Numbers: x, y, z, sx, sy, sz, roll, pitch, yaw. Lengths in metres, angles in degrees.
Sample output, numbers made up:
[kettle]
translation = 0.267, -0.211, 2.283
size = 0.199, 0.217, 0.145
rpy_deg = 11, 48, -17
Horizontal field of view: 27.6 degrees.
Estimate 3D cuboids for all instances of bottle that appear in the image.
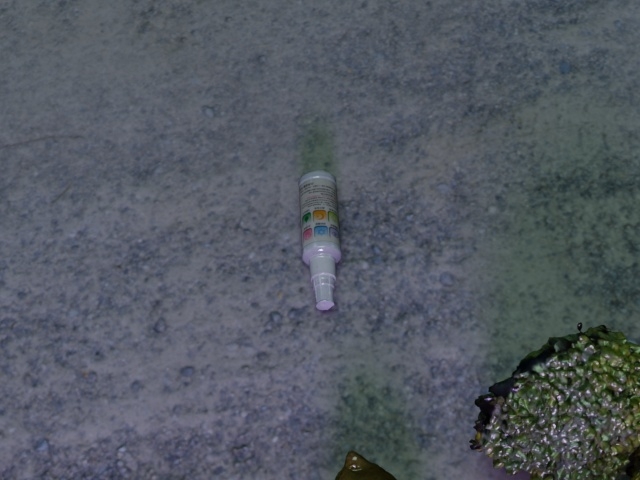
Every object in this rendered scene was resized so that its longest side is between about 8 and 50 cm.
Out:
[bottle]
translation = 0.000, 0.000, 1.872
size = 0.060, 0.060, 0.217
rpy_deg = -6, 56, 4

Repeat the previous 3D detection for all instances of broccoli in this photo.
[broccoli]
translation = 0.329, 0.223, 1.605
size = 0.242, 0.273, 0.180
rpy_deg = -47, 64, 27

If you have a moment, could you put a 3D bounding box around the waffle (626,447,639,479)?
[waffle]
translation = 0.472, 0.298, 1.615
size = 0.309, 0.065, 0.283
rpy_deg = -29, 60, -15

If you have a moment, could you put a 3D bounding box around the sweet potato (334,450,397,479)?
[sweet potato]
translation = 0.076, 0.455, 1.535
size = 0.131, 0.130, 0.422
rpy_deg = -7, 62, 4
